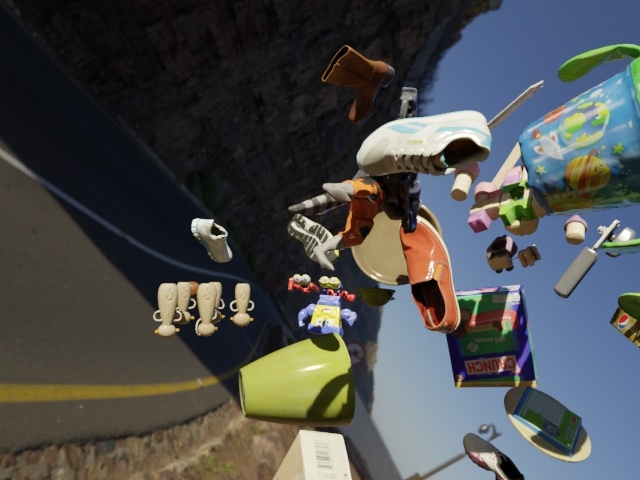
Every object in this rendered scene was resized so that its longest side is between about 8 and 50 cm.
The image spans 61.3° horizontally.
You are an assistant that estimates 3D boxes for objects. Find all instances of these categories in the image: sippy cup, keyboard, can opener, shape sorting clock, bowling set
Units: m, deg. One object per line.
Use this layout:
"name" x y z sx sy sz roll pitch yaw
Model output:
"sippy cup" 0.457 -0.145 0.870 0.240 0.224 0.305 51 42 -22
"keyboard" 0.423 -0.290 1.298 0.014 0.072 0.256 57 -43 10
"can opener" 0.799 0.059 1.583 0.093 0.280 0.074 44 8 32
"shape sorting clock" 0.511 0.413 1.223 0.206 0.206 0.040 -122 -136 -53
"bowling set" -0.356 0.203 1.625 0.200 0.287 0.154 174 -82 -70

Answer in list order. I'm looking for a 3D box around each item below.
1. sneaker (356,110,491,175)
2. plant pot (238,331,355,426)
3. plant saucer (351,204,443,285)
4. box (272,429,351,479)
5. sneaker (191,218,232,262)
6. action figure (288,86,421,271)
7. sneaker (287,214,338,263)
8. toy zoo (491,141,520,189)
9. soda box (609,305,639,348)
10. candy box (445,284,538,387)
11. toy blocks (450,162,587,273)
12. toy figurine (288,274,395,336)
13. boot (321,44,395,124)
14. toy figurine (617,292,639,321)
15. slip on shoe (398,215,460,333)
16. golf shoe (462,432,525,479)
"sneaker" 0.171 -0.154 0.914 0.092 0.228 0.087 -85 157 -47
"plant pot" -0.082 0.421 1.569 0.275 0.293 0.275 176 -90 -73
"plant saucer" 0.232 0.004 1.649 0.278 0.278 0.041 61 3 19
"box" -0.043 0.642 1.374 0.148 0.121 0.311 -106 -145 -55
"sneaker" -0.312 0.002 1.652 0.191 0.083 0.071 56 34 -46
"action figure" 0.100 -0.139 1.094 0.178 0.330 0.341 20 -48 30
"sneaker" 0.000 0.000 1.396 0.094 0.081 0.208 26 14 -39
"toy zoo" 0.605 -0.233 1.768 0.030 0.192 0.293 33 17 11
"soda box" 0.867 0.242 1.474 0.058 0.061 0.181 21 14 -2
"candy box" 0.562 0.323 1.804 0.122 0.268 0.317 -18 98 -63
"toy blocks" 0.538 -0.131 1.426 0.309 0.288 0.260 54 41 -23
"toy figurine" 0.059 0.254 1.776 0.191 0.362 0.217 61 36 -64
"boot" 0.116 -0.553 1.968 0.280 0.264 0.096 -1 52 -47
"toy figurine" 0.814 0.104 1.263 0.130 0.159 0.173 39 -16 -9
"slip on shoe" 0.284 0.089 1.445 0.101 0.123 0.331 1 72 -53
"golf shoe" 0.429 0.536 1.328 0.186 0.067 0.086 41 -38 43
